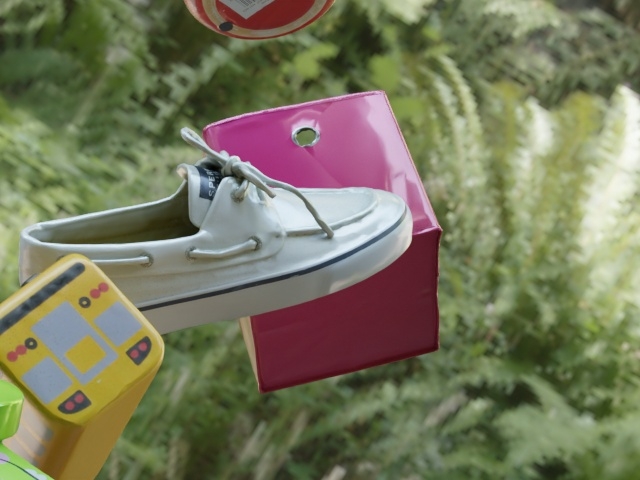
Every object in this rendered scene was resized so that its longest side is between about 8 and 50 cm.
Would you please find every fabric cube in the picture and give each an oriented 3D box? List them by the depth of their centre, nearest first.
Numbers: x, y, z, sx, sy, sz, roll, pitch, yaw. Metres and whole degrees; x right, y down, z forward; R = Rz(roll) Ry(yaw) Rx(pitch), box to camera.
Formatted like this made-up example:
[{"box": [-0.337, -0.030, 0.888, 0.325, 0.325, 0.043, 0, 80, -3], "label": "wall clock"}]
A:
[{"box": [0.000, 0.000, 2.030, 0.259, 0.254, 0.258, 87, -12, -49], "label": "fabric cube"}]

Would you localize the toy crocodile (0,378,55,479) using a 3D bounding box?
[{"box": [-0.273, 0.117, 0.967, 0.105, 0.115, 0.340, 2, 20, -45], "label": "toy crocodile"}]

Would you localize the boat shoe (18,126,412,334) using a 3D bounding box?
[{"box": [-0.093, -0.024, 1.391, 0.136, 0.367, 0.156, -133, -147, -63], "label": "boat shoe"}]

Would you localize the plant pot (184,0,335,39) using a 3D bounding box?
[{"box": [-0.065, -0.313, 1.609, 0.191, 0.191, 0.174, 41, 31, -54], "label": "plant pot"}]

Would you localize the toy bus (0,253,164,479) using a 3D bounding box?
[{"box": [-0.225, 0.129, 1.206, 0.130, 0.108, 0.333, 45, -31, 7], "label": "toy bus"}]
